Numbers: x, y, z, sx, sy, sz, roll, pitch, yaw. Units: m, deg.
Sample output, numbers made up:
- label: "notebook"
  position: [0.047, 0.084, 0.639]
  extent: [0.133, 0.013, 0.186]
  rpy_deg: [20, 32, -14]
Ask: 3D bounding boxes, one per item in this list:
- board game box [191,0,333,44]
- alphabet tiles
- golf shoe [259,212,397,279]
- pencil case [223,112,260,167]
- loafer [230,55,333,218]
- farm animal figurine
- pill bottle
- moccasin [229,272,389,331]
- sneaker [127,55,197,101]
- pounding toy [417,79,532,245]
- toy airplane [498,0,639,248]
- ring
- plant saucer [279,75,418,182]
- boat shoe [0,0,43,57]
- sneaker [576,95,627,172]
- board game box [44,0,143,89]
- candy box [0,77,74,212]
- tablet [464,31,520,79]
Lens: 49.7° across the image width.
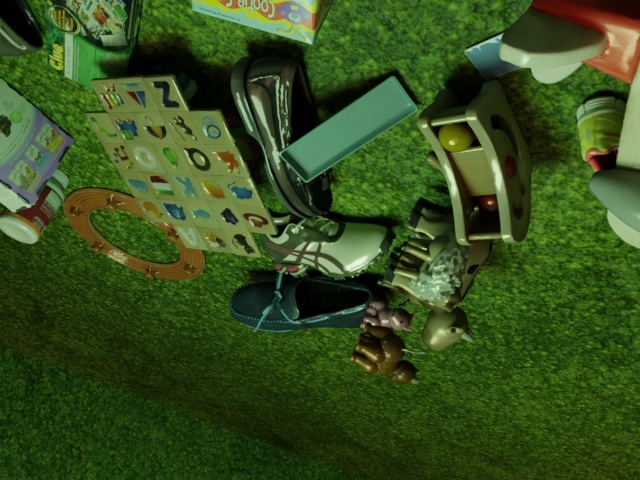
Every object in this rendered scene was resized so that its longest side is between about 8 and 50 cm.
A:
- label: "board game box"
  position: [-0.042, -0.350, 0.649]
  extent: [0.144, 0.142, 0.275]
  rpy_deg: [17, 149, 6]
- label: "alphabet tiles"
  position: [-0.221, -0.108, 1.090]
  extent: [0.285, 0.011, 0.342]
  rpy_deg: [5, 135, 33]
- label: "golf shoe"
  position: [0.000, 0.000, 1.225]
  extent: [0.273, 0.105, 0.120]
  rpy_deg: [-6, 133, 37]
- label: "pencil case"
  position: [-0.200, -0.131, 1.139]
  extent: [0.104, 0.104, 0.236]
  rpy_deg: [39, 145, -27]
- label: "loafer"
  position: [-0.031, -0.140, 1.020]
  extent: [0.095, 0.109, 0.302]
  rpy_deg: [-1, 141, 25]
- label: "farm animal figurine"
  position: [0.187, 0.079, 1.128]
  extent: [0.172, 0.330, 0.326]
  rpy_deg: [23, 121, 4]
- label: "pill bottle"
  position: [-0.575, -0.076, 1.396]
  extent: [0.086, 0.152, 0.086]
  rpy_deg: [15, 149, 10]
- label: "moccasin"
  position: [-0.034, 0.109, 1.404]
  extent: [0.342, 0.137, 0.117]
  rpy_deg: [-6, 156, 17]
- label: "sneaker"
  position: [-0.268, -0.232, 1.053]
  extent: [0.152, 0.058, 0.084]
  rpy_deg: [-11, 143, 36]
- label: "pounding toy"
  position: [0.190, -0.079, 0.929]
  extent: [0.155, 0.154, 0.269]
  rpy_deg: [-4, 141, 35]
- label: "toy airplane"
  position: [0.348, -0.146, 0.610]
  extent: [0.386, 0.272, 0.384]
  rpy_deg: [38, 145, -22]
- label: "ring"
  position: [-0.418, 0.000, 1.542]
  extent: [0.337, 0.032, 0.336]
  rpy_deg: [15, 150, 9]
- label: "plant saucer"
  position: [0.037, -0.154, 0.954]
  extent: [0.192, 0.018, 0.067]
  rpy_deg: [-31, 128, 19]
- label: "boat shoe"
  position: [-0.455, -0.371, 0.917]
  extent: [0.096, 0.112, 0.335]
  rpy_deg: [4, 155, -5]
- label: "sneaker"
  position: [0.390, -0.084, 0.859]
  extent: [0.209, 0.094, 0.081]
  rpy_deg: [31, 147, -19]
- label: "board game box"
  position: [-0.332, -0.310, 1.002]
  extent: [0.136, 0.030, 0.259]
  rpy_deg: [24, 149, -9]
- label: "candy box"
  position: [-0.564, -0.176, 1.219]
  extent: [0.070, 0.164, 0.196]
  rpy_deg: [-11, 136, 39]
- label: "tablet"
  position: [0.220, -0.224, 0.826]
  extent: [0.083, 0.006, 0.054]
  rpy_deg: [-13, 136, 45]
